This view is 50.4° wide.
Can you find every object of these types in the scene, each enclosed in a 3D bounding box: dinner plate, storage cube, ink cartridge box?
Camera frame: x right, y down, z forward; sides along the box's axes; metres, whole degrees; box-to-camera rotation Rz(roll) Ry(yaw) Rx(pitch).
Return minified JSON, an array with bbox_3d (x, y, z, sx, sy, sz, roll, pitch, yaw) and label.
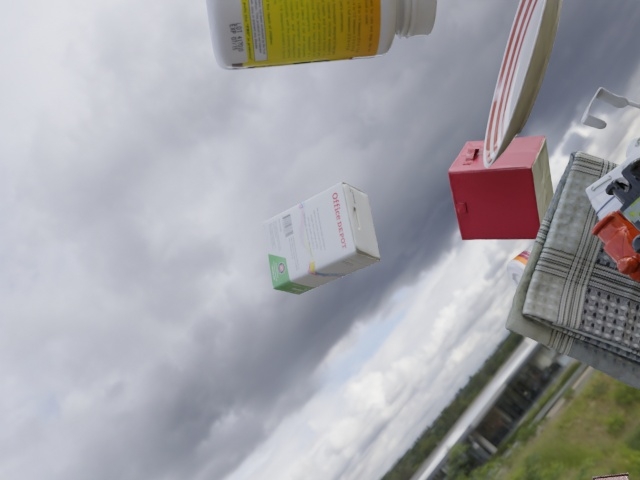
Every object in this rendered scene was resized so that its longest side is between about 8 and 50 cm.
[{"bbox_3d":[0.127,-0.113,0.424,0.141,0.017,0.141,14,-90,-83],"label":"dinner plate"},{"bbox_3d":[0.434,-0.125,1.615,0.183,0.193,0.214,-50,-48,-49],"label":"storage cube"},{"bbox_3d":[0.000,0.000,1.359,0.212,0.154,0.093,-26,-28,32],"label":"ink cartridge box"}]

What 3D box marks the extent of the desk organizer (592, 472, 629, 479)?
[{"bbox_3d":[0.402,0.380,0.925,0.050,0.047,0.130,-87,-16,-55],"label":"desk organizer"}]

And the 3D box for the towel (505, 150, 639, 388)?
[{"bbox_3d":[0.485,0.055,1.071,0.056,0.312,0.324,168,123,-84],"label":"towel"}]

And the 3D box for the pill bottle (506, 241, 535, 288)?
[{"bbox_3d":[0.509,0.032,1.414,0.221,0.121,0.121,-36,-20,-6],"label":"pill bottle"}]

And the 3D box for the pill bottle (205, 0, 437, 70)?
[{"bbox_3d":[-0.001,-0.233,0.661,0.215,0.117,0.117,-6,-28,-4],"label":"pill bottle"}]

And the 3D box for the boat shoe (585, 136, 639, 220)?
[{"bbox_3d":[0.441,-0.108,0.909,0.083,0.075,0.226,-11,-29,-39],"label":"boat shoe"}]

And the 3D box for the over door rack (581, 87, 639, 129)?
[{"bbox_3d":[0.520,-0.215,0.810,0.239,0.324,0.108,98,-176,-63],"label":"over door rack"}]

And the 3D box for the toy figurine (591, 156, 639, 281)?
[{"bbox_3d":[0.411,-0.032,0.707,0.210,0.148,0.213,-36,-24,-1],"label":"toy figurine"}]
